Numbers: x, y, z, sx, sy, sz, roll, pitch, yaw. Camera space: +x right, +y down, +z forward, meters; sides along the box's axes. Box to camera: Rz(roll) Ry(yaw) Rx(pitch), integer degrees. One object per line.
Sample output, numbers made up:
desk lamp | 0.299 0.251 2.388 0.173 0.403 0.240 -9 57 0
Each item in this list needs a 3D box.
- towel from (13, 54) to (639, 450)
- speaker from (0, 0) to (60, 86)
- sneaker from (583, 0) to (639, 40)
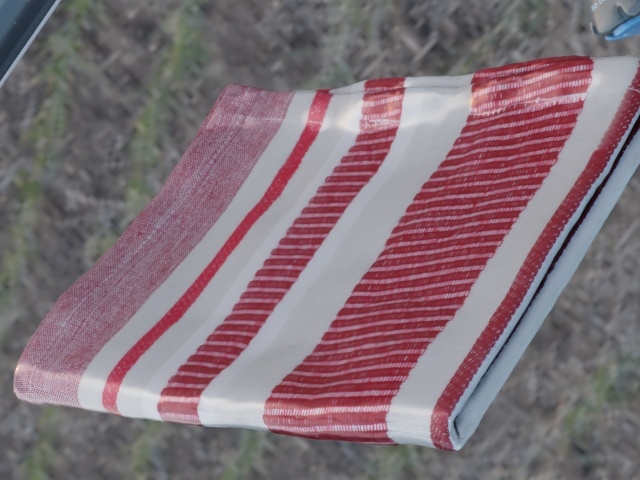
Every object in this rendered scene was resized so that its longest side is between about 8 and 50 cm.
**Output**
towel | 0.000 0.000 0.953 0.329 0.237 0.037 0 137 47
speaker | -0.153 -0.120 0.880 0.055 0.136 0.055 36 -174 -4
sneaker | 0.242 -0.245 1.067 0.341 0.125 0.140 -36 76 50
